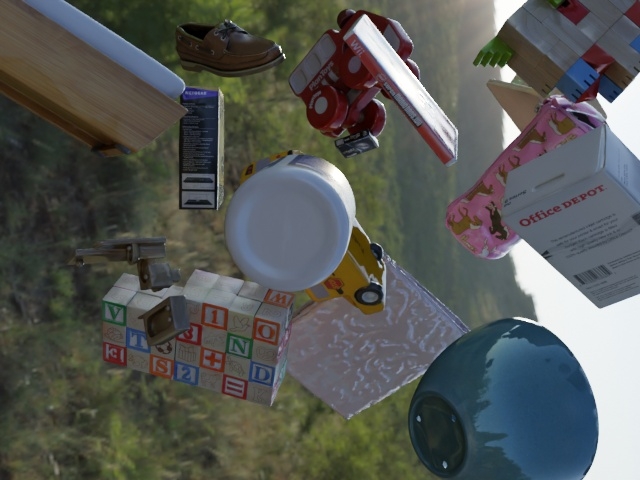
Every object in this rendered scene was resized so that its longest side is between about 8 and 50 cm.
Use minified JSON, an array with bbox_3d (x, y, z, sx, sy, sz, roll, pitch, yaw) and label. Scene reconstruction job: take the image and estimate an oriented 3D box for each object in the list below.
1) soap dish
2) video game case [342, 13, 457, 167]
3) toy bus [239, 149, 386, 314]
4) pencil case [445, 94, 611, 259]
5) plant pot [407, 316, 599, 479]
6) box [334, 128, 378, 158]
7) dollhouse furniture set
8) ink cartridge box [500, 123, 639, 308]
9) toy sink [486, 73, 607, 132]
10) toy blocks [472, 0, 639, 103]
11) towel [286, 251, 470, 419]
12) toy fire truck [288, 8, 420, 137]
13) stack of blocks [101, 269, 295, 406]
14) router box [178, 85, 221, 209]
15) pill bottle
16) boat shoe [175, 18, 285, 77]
[{"bbox_3d":[-0.333,-0.216,1.153,0.290,0.118,0.229,32,-10,-24],"label":"soap dish"},{"bbox_3d":[0.149,-0.272,1.600,0.285,0.025,0.204,49,21,-11],"label":"video game case"},{"bbox_3d":[0.000,0.000,1.507,0.333,0.130,0.108,54,28,-42],"label":"toy bus"},{"bbox_3d":[0.418,-0.124,1.830,0.160,0.386,0.167,-8,56,-45],"label":"pencil case"},{"bbox_3d":[0.252,0.279,1.394,0.290,0.195,0.290,16,-70,52],"label":"plant pot"},{"bbox_3d":[0.081,-0.217,2.014,0.067,0.083,0.018,42,34,-61],"label":"box"},{"bbox_3d":[-0.285,0.077,1.316,0.144,0.123,0.151,-31,-114,55],"label":"dollhouse furniture set"},{"bbox_3d":[0.482,-0.035,1.537,0.289,0.211,0.122,39,46,-24],"label":"ink cartridge box"},{"bbox_3d":[0.498,-0.311,1.963,0.234,0.131,0.152,41,-9,-39],"label":"toy sink"},{"bbox_3d":[0.511,-0.381,1.687,0.261,0.381,0.191,44,-22,7],"label":"toy blocks"},{"bbox_3d":[0.091,0.199,1.801,0.317,0.331,0.053,44,21,-33],"label":"towel"},{"bbox_3d":[0.064,-0.385,2.015,0.169,0.302,0.254,6,46,-46],"label":"toy fire truck"},{"bbox_3d":[-0.201,0.142,1.460,0.087,0.297,0.171,-63,163,-57],"label":"stack of blocks"},{"bbox_3d":[-0.247,-0.193,1.889,0.309,0.081,0.243,-124,-146,-83],"label":"router box"},{"bbox_3d":[-0.031,-0.035,1.180,0.265,0.153,0.153,-65,141,-78],"label":"pill bottle"},{"bbox_3d":[-0.217,-0.436,2.014,0.110,0.307,0.105,-43,130,-40],"label":"boat shoe"}]
